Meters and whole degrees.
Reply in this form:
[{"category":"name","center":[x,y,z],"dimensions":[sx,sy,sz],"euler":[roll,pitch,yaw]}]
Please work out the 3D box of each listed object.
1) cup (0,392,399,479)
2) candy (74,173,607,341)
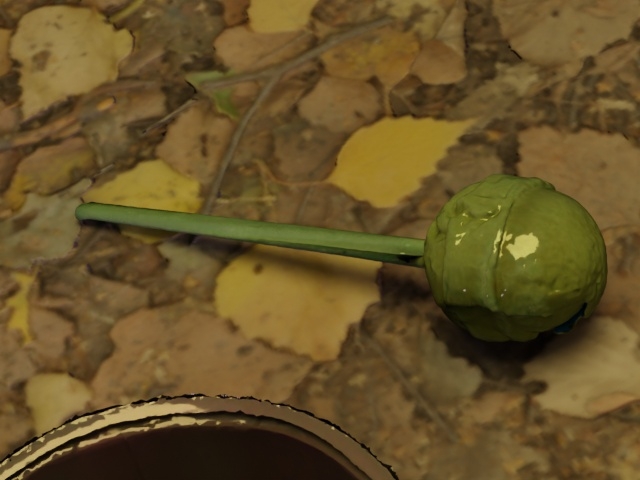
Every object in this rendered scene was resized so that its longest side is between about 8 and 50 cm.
[{"category":"cup","center":[-0.028,0.220,0.741],"dimensions":[0.203,0.288,0.203],"euler":[-6,49,7]},{"category":"candy","center":[0.000,0.000,1.084],"dimensions":[0.336,0.092,0.093],"euler":[6,67,29]}]
